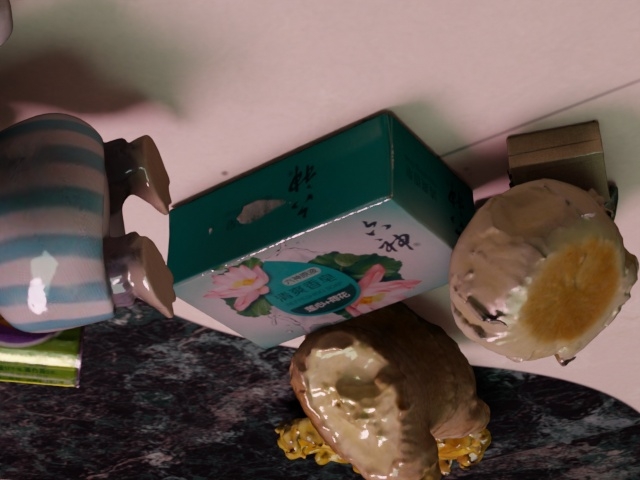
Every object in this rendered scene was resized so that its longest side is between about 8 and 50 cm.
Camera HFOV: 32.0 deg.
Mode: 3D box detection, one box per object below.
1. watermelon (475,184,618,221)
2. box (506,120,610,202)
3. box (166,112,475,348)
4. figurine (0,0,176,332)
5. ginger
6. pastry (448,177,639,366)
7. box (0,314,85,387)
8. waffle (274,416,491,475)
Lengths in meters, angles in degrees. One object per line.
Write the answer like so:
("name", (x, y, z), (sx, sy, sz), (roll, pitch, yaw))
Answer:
("watermelon", (0.195, 0.011, 1.048), (0.139, 0.071, 0.187), (14, 145, -15))
("box", (0.203, -0.060, 0.962), (0.083, 0.035, 0.079), (-9, 147, 13))
("box", (0.000, 0.000, 0.997), (0.245, 0.092, 0.153), (-22, 142, 30))
("figurine", (-0.309, -0.073, 0.728), (0.361, 0.266, 0.377), (-8, 147, 0))
("ginger", (0.074, 0.158, 1.125), (0.276, 0.221, 0.130), (20, 117, -41))
("pastry", (0.185, 0.027, 0.935), (0.166, 0.088, 0.166), (-16, 127, -22))
("box", (-0.392, 0.058, 1.038), (0.346, 0.134, 0.097), (6, 148, -13))
("waffle", (0.076, 0.251, 1.368), (0.262, 0.060, 0.280), (2, 160, 9))
